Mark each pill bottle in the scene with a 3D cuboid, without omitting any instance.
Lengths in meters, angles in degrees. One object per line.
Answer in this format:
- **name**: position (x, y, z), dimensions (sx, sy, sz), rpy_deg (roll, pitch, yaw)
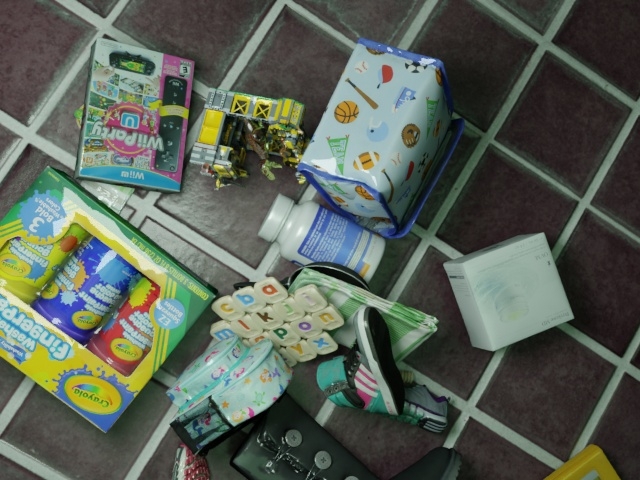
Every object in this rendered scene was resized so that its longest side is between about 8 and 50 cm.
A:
- **pill bottle**: position (0.000, 0.000, 1.647), dimensions (0.272, 0.152, 0.152), rpy_deg (28, 82, -7)

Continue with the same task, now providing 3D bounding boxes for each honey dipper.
- **honey dipper**: position (0.143, 0.321, 1.717), dimensions (0.161, 0.030, 0.030), rpy_deg (8, 85, -6)

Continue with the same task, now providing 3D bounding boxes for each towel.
- **towel**: position (0.071, 0.183, 1.612), dimensions (0.325, 0.248, 0.038), rpy_deg (22, 53, -8)
- **towel**: position (-0.509, -0.091, 1.628), dimensions (0.113, 0.023, 0.152), rpy_deg (31, 82, -8)

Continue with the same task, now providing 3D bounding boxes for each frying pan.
- **frying pan**: position (-0.022, 0.122, 1.638), dimensions (0.197, 0.326, 0.053), rpy_deg (48, 47, -32)

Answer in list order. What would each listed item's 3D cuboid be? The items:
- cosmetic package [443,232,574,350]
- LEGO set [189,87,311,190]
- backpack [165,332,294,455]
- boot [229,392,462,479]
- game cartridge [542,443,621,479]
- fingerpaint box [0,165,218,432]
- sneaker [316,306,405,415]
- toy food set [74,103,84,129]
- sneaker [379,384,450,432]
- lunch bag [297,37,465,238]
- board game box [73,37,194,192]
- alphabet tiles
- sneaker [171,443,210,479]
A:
- **cosmetic package**: position (0.455, 0.123, 1.728), dimensions (0.224, 0.138, 0.224), rpy_deg (-20, 92, -10)
- **LEGO set**: position (-0.142, -0.178, 1.534), dimensions (0.255, 0.331, 0.192), rpy_deg (14, 80, -1)
- **backpack**: position (-0.189, 0.315, 1.535), dimensions (0.254, 0.225, 0.191), rpy_deg (-29, 96, 16)
- **boot**: position (0.066, 0.505, 1.635), dimensions (0.445, 0.146, 0.367), rpy_deg (34, 49, 10)
- **game cartridge**: position (0.637, 0.717, 1.768), dimensions (0.324, 0.053, 0.285), rpy_deg (-34, 93, -11)
- **fingerpaint box**: position (-0.511, 0.123, 1.531), dimensions (0.445, 0.163, 0.371), rpy_deg (39, 86, -6)
- **sneaker**: position (0.072, 0.271, 1.577), dimensions (0.179, 0.123, 0.295), rpy_deg (-5, 122, 21)
- **toy food set**: position (-0.522, -0.280, 1.638), dimensions (0.083, 0.020, 0.083), rpy_deg (-36, 94, -10)
- **sneaker**: position (0.203, 0.380, 1.714), dimensions (0.224, 0.083, 0.098), rpy_deg (23, 50, 0)
- **lunch bag**: position (0.156, -0.196, 1.578), dimensions (0.239, 0.385, 0.327), rpy_deg (25, 81, 21)
- **board game box**: position (-0.414, -0.270, 1.588), dimensions (0.224, 0.097, 0.303), rpy_deg (8, 86, -27)
- **alphabet tiles**: position (-0.098, 0.188, 1.582), dimensions (0.284, 0.021, 0.278), rpy_deg (-24, 130, 23)
- **sneaker**: position (-0.326, 0.605, 1.578), dimensions (0.112, 0.121, 0.299), rpy_deg (3, 77, 21)
